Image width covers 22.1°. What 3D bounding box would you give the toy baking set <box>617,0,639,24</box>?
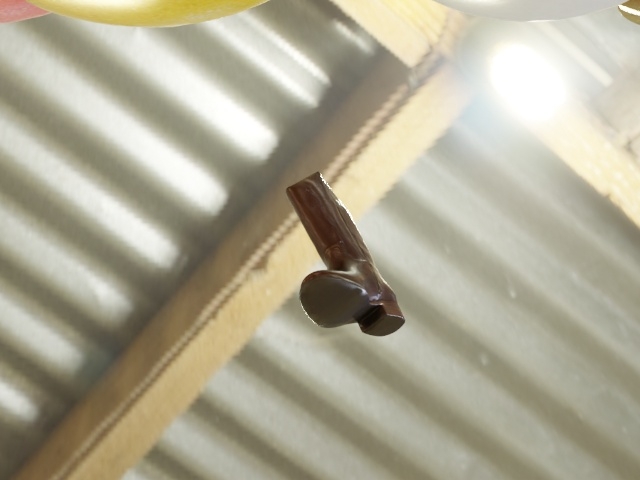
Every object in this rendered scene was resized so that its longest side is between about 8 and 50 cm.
[{"bbox_3d":[0.292,-0.121,0.984,0.256,0.196,0.030,36,-109,-32],"label":"toy baking set"}]

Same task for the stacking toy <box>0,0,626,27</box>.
[{"bbox_3d":[-0.077,-0.193,0.571,0.480,0.350,0.351,20,-64,29],"label":"stacking toy"}]

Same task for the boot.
[{"bbox_3d":[0.000,0.000,1.006,0.037,0.114,0.106,-34,-30,16],"label":"boot"}]
